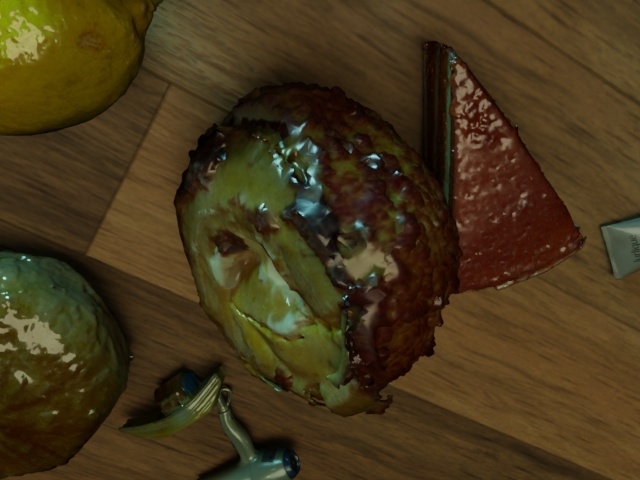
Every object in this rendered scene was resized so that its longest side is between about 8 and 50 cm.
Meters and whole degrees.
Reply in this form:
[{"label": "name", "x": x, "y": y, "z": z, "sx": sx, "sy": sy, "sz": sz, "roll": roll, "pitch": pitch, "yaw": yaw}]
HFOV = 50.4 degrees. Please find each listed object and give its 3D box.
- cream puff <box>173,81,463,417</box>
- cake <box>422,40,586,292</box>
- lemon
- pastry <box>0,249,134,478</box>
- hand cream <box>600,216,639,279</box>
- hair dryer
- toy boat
[{"label": "cream puff", "x": 0.000, "y": -0.004, "z": 0.712, "sx": 0.229, "sy": 0.350, "sz": 0.350, "roll": -33, "pitch": 127, "yaw": -35}, {"label": "cake", "x": 0.145, "y": -0.072, "z": 0.754, "sx": 0.160, "sy": 0.158, "sz": 0.262, "roll": -37, "pitch": 114, "yaw": 12}, {"label": "lemon", "x": -0.270, "y": -0.193, "z": 0.627, "sx": 0.257, "sy": 0.188, "sz": 0.188, "roll": -12, "pitch": 119, "yaw": 2}, {"label": "pastry", "x": -0.401, "y": 0.153, "z": 0.831, "sx": 0.330, "sy": 0.136, "sz": 0.329, "roll": -2, "pitch": 119, "yaw": -3}, {"label": "hand cream", "x": 0.467, "y": -0.013, "z": 0.882, "sx": 0.186, "sy": 0.054, "sz": 0.087, "roll": -20, "pitch": 115, "yaw": 13}, {"label": "hair dryer", "x": -0.147, "y": 0.307, "z": 0.996, "sx": 0.167, "sy": 0.067, "sz": 0.199, "roll": -36, "pitch": 106, "yaw": 19}, {"label": "toy boat", "x": -0.200, "y": 0.225, "z": 0.934, "sx": 0.172, "sy": 0.065, "sz": 0.066, "roll": -34, "pitch": 95, "yaw": 16}]
